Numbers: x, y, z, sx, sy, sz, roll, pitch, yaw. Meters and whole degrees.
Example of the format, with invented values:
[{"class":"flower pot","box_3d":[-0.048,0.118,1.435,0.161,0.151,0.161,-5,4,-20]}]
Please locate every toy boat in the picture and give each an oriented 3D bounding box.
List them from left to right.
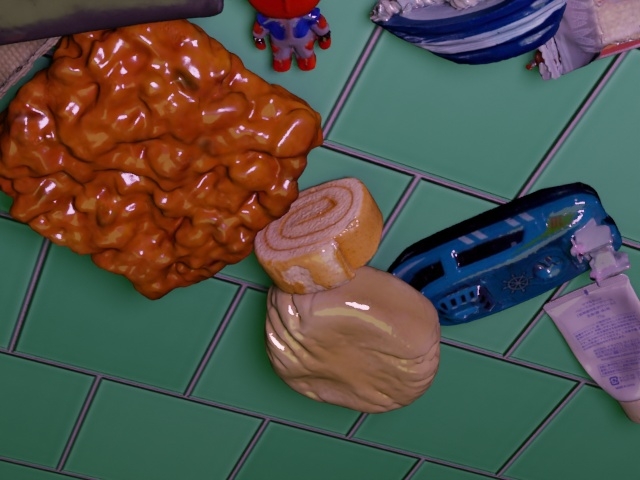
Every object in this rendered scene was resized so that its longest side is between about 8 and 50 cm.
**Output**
[{"class":"toy boat","box_3d":[0.098,-0.289,1.029,0.220,0.067,0.291,-8,130,42]},{"class":"toy boat","box_3d":[0.215,0.044,1.350,0.298,0.092,0.134,-25,132,22]}]

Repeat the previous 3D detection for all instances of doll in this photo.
[{"class":"doll","box_3d":[-0.033,-0.245,1.096,0.104,0.062,0.195,11,144,15]}]

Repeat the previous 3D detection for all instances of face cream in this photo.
[{"class":"face cream","box_3d":[0.392,0.141,1.469,0.114,0.070,0.224,-25,116,22]}]

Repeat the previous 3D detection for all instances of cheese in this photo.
[{"class":"cheese","box_3d":[0.040,0.114,1.368,0.226,0.117,0.214,16,142,2]}]

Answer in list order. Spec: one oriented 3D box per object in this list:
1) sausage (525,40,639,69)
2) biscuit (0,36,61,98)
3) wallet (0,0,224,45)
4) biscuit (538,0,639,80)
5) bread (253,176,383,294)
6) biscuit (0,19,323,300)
[{"class":"sausage","box_3d":[0.332,-0.216,1.136,0.253,0.034,0.034,-16,131,15]},{"class":"biscuit","box_3d":[-0.346,-0.203,1.120,0.199,0.040,0.121,-36,94,30]},{"class":"wallet","box_3d":[-0.280,-0.271,1.001,0.377,0.051,0.197,-10,119,-6]},{"class":"biscuit","box_3d":[0.339,-0.269,1.054,0.309,0.079,0.186,-14,126,14]},{"class":"bread","box_3d":[0.000,0.000,1.285,0.149,0.122,0.073,-18,134,18]},{"class":"biscuit","box_3d":[-0.182,-0.092,1.208,0.312,0.110,0.318,32,126,-25]}]
